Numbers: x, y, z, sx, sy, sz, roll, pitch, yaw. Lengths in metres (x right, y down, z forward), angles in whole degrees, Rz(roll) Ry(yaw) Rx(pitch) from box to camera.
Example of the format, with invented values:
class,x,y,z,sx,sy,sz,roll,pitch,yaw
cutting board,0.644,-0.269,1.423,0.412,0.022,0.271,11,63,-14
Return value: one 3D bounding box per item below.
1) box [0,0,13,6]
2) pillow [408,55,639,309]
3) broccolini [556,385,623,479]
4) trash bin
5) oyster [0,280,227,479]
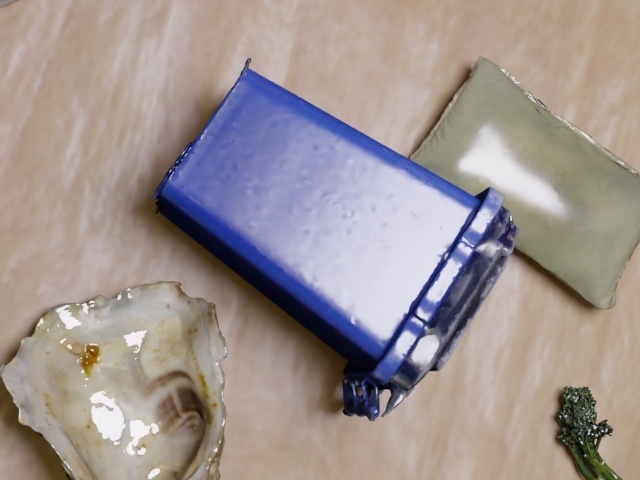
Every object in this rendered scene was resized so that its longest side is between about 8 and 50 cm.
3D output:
class,x,y,z,sx,sy,sz,roll,pitch,yaw
box,-0.162,-0.283,0.816,0.341,0.225,0.143,-24,91,-13
pillow,0.179,-0.044,0.968,0.208,0.053,0.119,34,78,-6
broccolini,0.257,0.196,0.986,0.194,0.054,0.052,43,109,-14
trash bin,0.000,0.000,0.875,0.234,0.162,0.184,34,80,-3
oyster,-0.134,0.151,0.871,0.161,0.107,0.233,-13,71,-9
